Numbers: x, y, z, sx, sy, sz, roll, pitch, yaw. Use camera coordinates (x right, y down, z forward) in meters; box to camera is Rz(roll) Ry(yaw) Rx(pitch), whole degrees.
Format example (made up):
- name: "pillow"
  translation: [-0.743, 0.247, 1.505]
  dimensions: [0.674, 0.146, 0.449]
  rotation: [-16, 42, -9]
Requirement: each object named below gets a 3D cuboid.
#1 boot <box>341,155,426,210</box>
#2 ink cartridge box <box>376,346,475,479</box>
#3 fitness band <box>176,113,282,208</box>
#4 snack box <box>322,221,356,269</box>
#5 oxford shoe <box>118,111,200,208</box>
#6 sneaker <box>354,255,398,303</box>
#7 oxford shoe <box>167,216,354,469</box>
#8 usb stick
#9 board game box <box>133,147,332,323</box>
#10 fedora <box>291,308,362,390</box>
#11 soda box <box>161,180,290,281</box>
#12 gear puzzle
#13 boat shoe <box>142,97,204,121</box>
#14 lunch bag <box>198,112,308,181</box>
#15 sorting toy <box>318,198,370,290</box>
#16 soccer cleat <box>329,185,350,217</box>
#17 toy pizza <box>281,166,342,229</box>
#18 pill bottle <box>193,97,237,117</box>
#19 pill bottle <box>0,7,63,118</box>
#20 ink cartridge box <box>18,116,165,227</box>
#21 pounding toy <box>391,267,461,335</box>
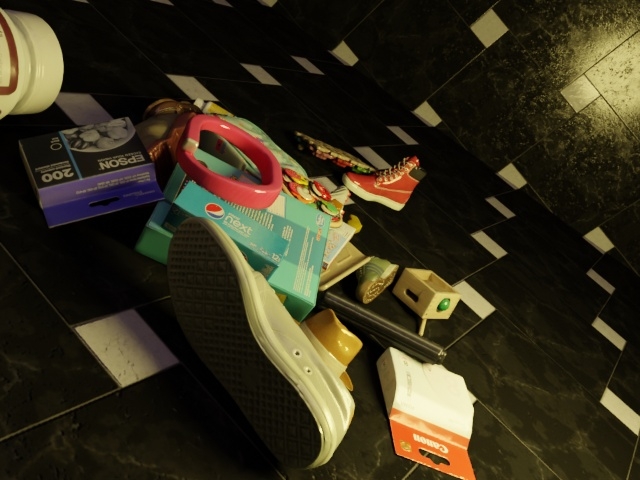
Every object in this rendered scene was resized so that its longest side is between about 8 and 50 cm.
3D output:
- name: "boot"
  translation: [0.195, -0.199, 2.022]
  dimensions: [0.244, 0.176, 0.088]
  rotation: [15, 34, -34]
- name: "ink cartridge box"
  translation: [0.211, 0.323, 1.280]
  dimensions: [0.189, 0.066, 0.232]
  rotation: [26, 23, -20]
- name: "fitness band"
  translation: [-0.171, -0.157, 1.309]
  dimensions: [0.209, 0.054, 0.291]
  rotation: [25, 23, -18]
- name: "snack box"
  translation: [0.021, 0.003, 1.508]
  dimensions: [0.064, 0.022, 0.178]
  rotation: [30, 34, 7]
- name: "oxford shoe"
  translation: [-0.362, -0.169, 1.409]
  dimensions: [0.130, 0.123, 0.348]
  rotation: [5, 30, 9]
- name: "sneaker"
  translation: [0.107, 0.084, 1.568]
  dimensions: [0.086, 0.064, 0.192]
  rotation: [27, 27, 20]
- name: "oxford shoe"
  translation: [-0.102, 0.150, 1.076]
  dimensions: [0.130, 0.169, 0.449]
  rotation: [-6, 53, -54]
- name: "usb stick"
  translation: [0.121, 0.175, 1.366]
  dimensions: [0.278, 0.045, 0.077]
  rotation: [26, -5, 8]
- name: "board game box"
  translation: [-0.155, -0.016, 1.313]
  dimensions: [0.336, 0.079, 0.254]
  rotation: [27, 42, -14]
- name: "fedora"
  translation: [0.017, 0.176, 1.193]
  dimensions: [0.194, 0.079, 0.194]
  rotation: [46, 0, 0]
- name: "soda box"
  translation: [-0.164, -0.011, 1.188]
  dimensions: [0.210, 0.067, 0.071]
  rotation: [32, 40, -8]
- name: "gear puzzle"
  translation: [0.071, -0.247, 2.097]
  dimensions: [0.339, 0.044, 0.175]
  rotation: [17, 15, -38]
- name: "boat shoe"
  translation: [-0.348, -0.303, 1.657]
  dimensions: [0.073, 0.073, 0.207]
  rotation: [38, 26, 11]
- name: "lunch bag"
  translation: [-0.174, -0.200, 1.651]
  dimensions: [0.279, 0.108, 0.224]
  rotation: [47, 28, 23]
- name: "sorting toy"
  translation: [0.000, 0.000, 1.558]
  dimensions: [0.229, 0.041, 0.307]
  rotation: [39, 35, 17]
- name: "soccer cleat"
  translation: [0.029, -0.104, 1.786]
  dimensions: [0.076, 0.068, 0.196]
  rotation: [29, 29, -6]
- name: "toy pizza"
  translation: [-0.023, -0.102, 1.520]
  dimensions: [0.201, 0.032, 0.201]
  rotation: [36, 21, -17]
- name: "pill bottle"
  translation: [-0.283, -0.327, 1.787]
  dimensions: [0.116, 0.065, 0.065]
  rotation: [31, 26, -11]
- name: "pill bottle"
  translation: [-0.647, -0.304, 1.124]
  dimensions: [0.224, 0.224, 0.392]
  rotation: [42, 26, 15]
- name: "ink cartridge box"
  translation: [-0.411, -0.129, 1.213]
  dimensions: [0.206, 0.045, 0.208]
  rotation: [-18, 53, -24]
- name: "pounding toy"
  translation: [0.250, 0.146, 1.608]
  dimensions: [0.130, 0.100, 0.141]
  rotation: [7, 26, -46]
